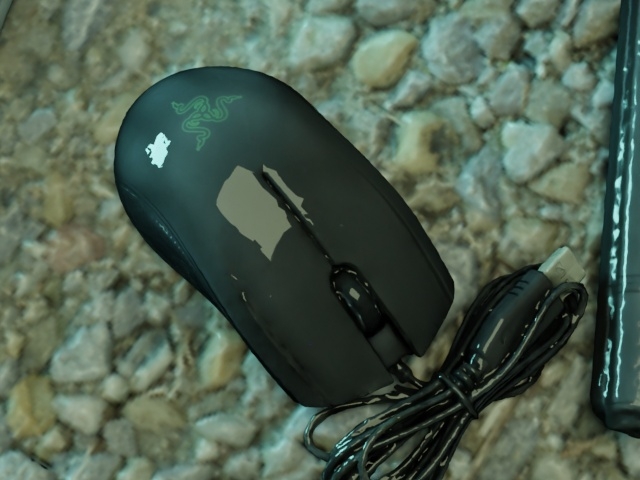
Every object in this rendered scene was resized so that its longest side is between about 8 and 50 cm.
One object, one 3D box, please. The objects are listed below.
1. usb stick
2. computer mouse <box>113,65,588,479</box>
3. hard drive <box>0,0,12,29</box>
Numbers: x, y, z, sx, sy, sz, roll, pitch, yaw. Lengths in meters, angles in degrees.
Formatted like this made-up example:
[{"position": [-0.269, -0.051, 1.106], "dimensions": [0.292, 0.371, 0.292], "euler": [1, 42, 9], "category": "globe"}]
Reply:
[{"position": [0.199, -0.023, 0.783], "dimensions": [0.077, 0.045, 0.278], "euler": [9, 71, -1], "category": "usb stick"}, {"position": [0.000, 0.000, 0.745], "dimensions": [0.272, 0.072, 0.188], "euler": [44, 75, 9], "category": "computer mouse"}, {"position": [-0.280, -0.152, 0.786], "dimensions": [0.203, 0.040, 0.308], "euler": [16, 71, 0], "category": "hard drive"}]
